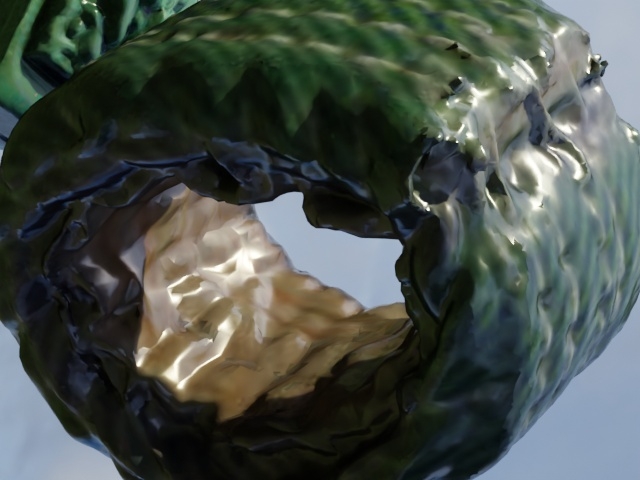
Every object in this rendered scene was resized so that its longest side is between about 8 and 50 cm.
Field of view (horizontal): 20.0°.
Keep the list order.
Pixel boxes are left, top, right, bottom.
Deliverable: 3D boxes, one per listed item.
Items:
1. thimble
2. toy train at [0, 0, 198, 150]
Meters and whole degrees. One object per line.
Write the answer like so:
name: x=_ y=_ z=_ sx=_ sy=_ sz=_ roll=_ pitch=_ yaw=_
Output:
thimble: x=-0.001 y=0.002 z=0.407 sx=0.135 sy=0.118 sz=0.090 roll=0 pitch=-153 yaw=34
toy train: x=-0.068 y=-0.095 z=0.519 sx=0.099 sy=0.070 sz=0.172 roll=5 pitch=-113 yaw=41
